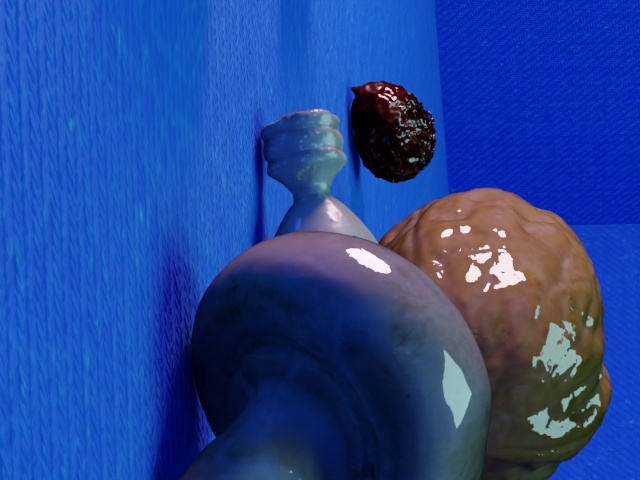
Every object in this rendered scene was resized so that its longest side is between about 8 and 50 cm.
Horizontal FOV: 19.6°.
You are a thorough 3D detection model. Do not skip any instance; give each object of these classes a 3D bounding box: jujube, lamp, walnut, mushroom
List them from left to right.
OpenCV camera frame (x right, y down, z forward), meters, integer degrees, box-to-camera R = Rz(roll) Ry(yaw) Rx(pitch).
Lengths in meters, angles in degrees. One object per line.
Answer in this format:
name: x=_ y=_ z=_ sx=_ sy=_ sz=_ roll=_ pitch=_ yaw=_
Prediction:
mushroom: x=-0.006 y=0.107 z=1.073 sx=0.206 sy=0.209 sz=0.206 roll=49 pitch=-9 yaw=10
lamp: x=0.000 y=0.000 z=1.394 sx=0.106 sy=0.106 sz=0.193 roll=43 pitch=37 yaw=-81
jujube: x=0.083 y=-0.122 z=2.111 sx=0.166 sy=0.104 sz=0.104 roll=48 pitch=41 yaw=-72
walnut: x=0.155 y=0.117 z=1.891 sx=0.344 sy=0.306 sz=0.306 roll=-66 pitch=155 yaw=-58
